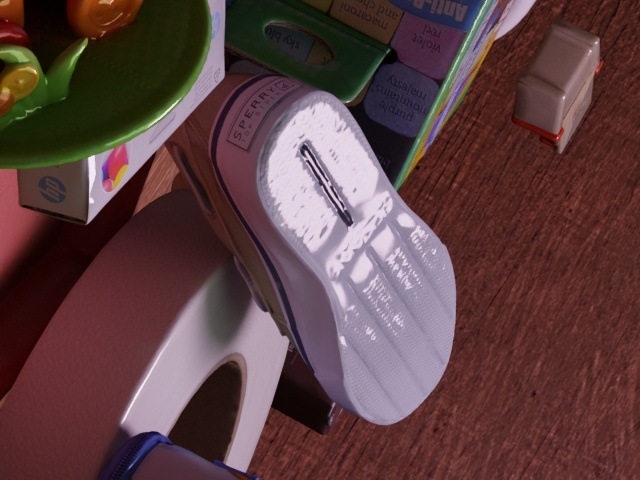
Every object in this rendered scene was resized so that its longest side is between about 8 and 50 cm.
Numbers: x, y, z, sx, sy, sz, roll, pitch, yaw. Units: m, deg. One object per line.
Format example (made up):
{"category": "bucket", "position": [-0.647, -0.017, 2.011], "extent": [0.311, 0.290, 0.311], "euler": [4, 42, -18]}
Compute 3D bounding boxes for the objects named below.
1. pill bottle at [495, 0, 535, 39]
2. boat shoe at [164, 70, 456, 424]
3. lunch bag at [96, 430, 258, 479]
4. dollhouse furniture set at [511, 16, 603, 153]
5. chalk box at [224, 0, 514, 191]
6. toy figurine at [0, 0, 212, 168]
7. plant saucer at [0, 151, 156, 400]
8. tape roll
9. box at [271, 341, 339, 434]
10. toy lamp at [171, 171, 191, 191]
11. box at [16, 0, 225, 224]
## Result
{"category": "pill bottle", "position": [0.134, -0.306, 1.326], "extent": [0.334, 0.188, 0.188], "euler": [-56, 173, -45]}
{"category": "boat shoe", "position": [0.000, 0.000, 0.986], "extent": [0.109, 0.094, 0.302], "euler": [-47, 141, -18]}
{"category": "lunch bag", "position": [-0.091, 0.246, 0.972], "extent": [0.303, 0.115, 0.243], "euler": [78, 34, -67]}
{"category": "dollhouse furniture set", "position": [0.144, -0.193, 1.676], "extent": [0.262, 0.259, 0.135], "euler": [-58, 165, -16]}
{"category": "chalk box", "position": [0.019, -0.156, 1.047], "extent": [0.179, 0.180, 0.289], "euler": [-64, 175, 23]}
{"category": "toy figurine", "position": [-0.118, -0.112, 0.515], "extent": [0.173, 0.130, 0.159], "euler": [-31, 147, -25]}
{"category": "plant saucer", "position": [-0.153, -0.016, 0.873], "extent": [0.258, 0.048, 0.259], "euler": [-55, 173, -52]}
{"category": "tape roll", "position": [-0.125, 0.157, 1.096], "extent": [0.392, 0.072, 0.392], "euler": [22, 90, -78]}
{"category": "box", "position": [-0.039, 0.038, 1.434], "extent": [0.167, 0.203, 0.168], "euler": [-60, 176, -15]}
{"category": "toy lamp", "position": [-0.106, -0.009, 1.237], "extent": [0.080, 0.080, 0.274], "euler": [-55, 171, -48]}
{"category": "box", "position": [-0.084, -0.123, 0.717], "extent": [0.145, 0.038, 0.186], "euler": [-55, 154, -50]}
